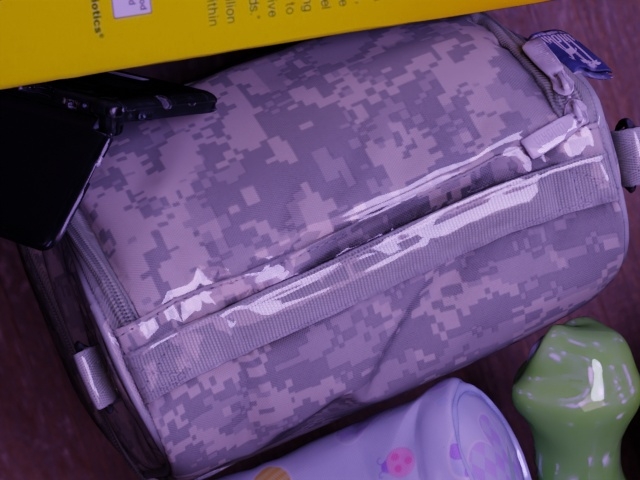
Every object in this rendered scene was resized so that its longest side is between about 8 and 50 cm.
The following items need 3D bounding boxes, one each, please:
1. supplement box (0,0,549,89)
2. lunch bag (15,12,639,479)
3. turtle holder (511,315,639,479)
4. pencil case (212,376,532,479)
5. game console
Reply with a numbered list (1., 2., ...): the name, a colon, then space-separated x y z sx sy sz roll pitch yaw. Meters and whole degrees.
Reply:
1. supplement box: -0.056 -0.218 1.005 0.356 0.194 0.195 -11 114 -13
2. lunch bag: 0.000 0.000 1.033 0.305 0.256 0.212 -23 102 -11
3. turtle holder: 0.290 0.111 1.103 0.320 0.243 0.227 15 116 24
4. pencil case: -0.010 0.174 1.076 0.273 0.124 0.113 -24 63 16
5. game console: -0.129 -0.046 0.962 0.107 0.122 0.071 -10 109 -44
